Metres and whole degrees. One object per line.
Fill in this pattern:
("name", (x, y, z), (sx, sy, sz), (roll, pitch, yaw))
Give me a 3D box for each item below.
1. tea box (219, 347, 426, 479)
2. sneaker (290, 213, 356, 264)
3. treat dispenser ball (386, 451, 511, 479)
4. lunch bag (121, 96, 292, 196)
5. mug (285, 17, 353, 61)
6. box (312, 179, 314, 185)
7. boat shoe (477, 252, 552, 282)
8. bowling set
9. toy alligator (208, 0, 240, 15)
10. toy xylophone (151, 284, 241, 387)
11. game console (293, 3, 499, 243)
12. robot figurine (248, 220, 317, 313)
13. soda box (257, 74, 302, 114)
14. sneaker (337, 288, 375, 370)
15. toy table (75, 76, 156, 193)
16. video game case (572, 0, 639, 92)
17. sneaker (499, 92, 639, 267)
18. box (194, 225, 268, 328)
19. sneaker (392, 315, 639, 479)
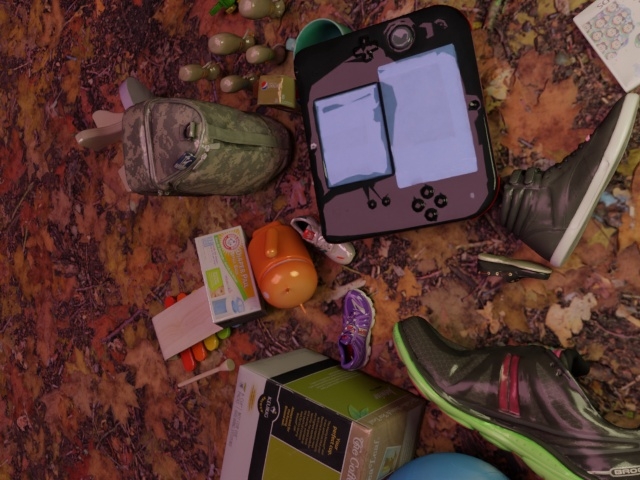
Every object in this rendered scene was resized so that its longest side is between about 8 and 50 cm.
("tea box", (-0.004, 0.434, 1.217), (0.324, 0.220, 0.328), (18, 102, 35))
("sneaker", (0.000, 0.000, 1.288), (0.161, 0.075, 0.057), (41, 114, 28))
("treat dispenser ball", (0.221, 0.507, 1.018), (0.288, 0.288, 0.287), (1, 92, 36))
("lunch bag", (-0.242, -0.203, 1.316), (0.256, 0.305, 0.212), (-5, 89, 37))
("mug", (0.017, -0.389, 1.252), (0.129, 0.097, 0.157), (-42, 68, 29))
("box", (0.103, -0.137, 1.220), (0.244, 0.060, 0.100), (16, 100, 34))
("boat shoe", (0.339, 0.053, 1.067), (0.133, 0.049, 0.041), (10, 102, 37))
("bowling set", (-0.158, -0.392, 1.372), (0.287, 0.154, 0.199), (-33, 91, 30))
("toy alligator", (-0.193, -0.594, 1.427), (0.190, 0.056, 0.051), (-27, 35, 33))
("toy xylophone", (-0.300, 0.228, 1.505), (0.323, 0.081, 0.236), (-21, 79, 34))
("game console", (0.130, -0.206, 1.111), (0.342, 0.060, 0.386), (-10, 86, 19))
("robot figurine", (-0.082, 0.054, 1.294), (0.219, 0.128, 0.158), (65, 143, 43))
("soda box", (-0.047, -0.293, 1.248), (0.061, 0.181, 0.058), (9, 96, 35))
("sneaker", (0.069, 0.185, 1.248), (0.068, 0.071, 0.169), (-1, 90, 36))
("toy table", (-0.468, -0.260, 1.529), (0.161, 0.252, 0.274), (-35, 60, 15))
("video game case", (0.504, -0.338, 0.954), (0.143, 0.019, 0.157), (-37, 71, 31))
("sneaker", (0.391, -0.114, 0.987), (0.147, 0.105, 0.295), (31, 113, 26))
("box", (-0.201, 0.083, 1.380), (0.114, 0.103, 0.203), (-16, 75, 0))
("sneaker", (0.339, 0.252, 1.022), (0.483, 0.185, 0.202), (29, 90, 28))
